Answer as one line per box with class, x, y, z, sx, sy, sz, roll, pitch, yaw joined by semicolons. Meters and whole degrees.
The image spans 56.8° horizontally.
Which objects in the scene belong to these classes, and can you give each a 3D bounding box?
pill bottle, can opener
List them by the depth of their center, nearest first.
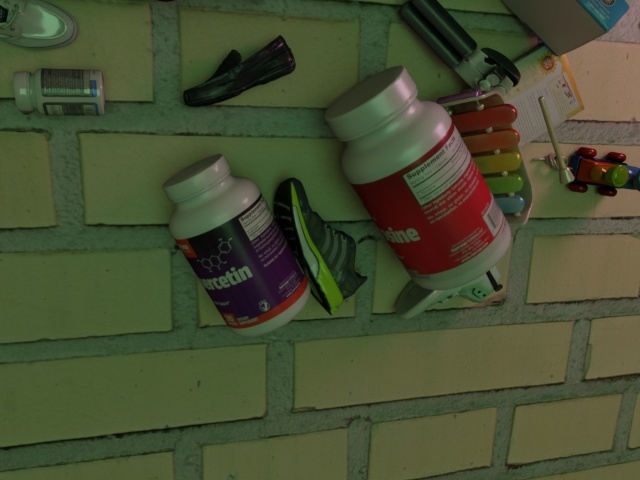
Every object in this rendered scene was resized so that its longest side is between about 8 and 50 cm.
pill bottle;-0.442;-0.253;1.008;0.137;0.078;0.078;-3;105;-17
pill bottle;-0.160;0.009;1.110;0.181;0.181;0.323;-30;111;-8
pill bottle;0.187;-0.119;1.159;0.229;0.229;0.408;-37;111;-5
can opener;0.279;-0.388;1.186;0.280;0.074;0.093;39;53;-13

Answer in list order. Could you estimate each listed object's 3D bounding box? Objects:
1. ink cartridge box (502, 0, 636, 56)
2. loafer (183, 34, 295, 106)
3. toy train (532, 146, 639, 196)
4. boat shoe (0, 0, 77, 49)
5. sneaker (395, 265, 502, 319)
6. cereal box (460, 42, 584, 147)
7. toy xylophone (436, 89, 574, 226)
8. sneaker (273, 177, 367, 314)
ink cartridge box;0.530;-0.543;1.148;0.198;0.197;0.270;43;89;-6
loafer;-0.154;-0.310;1.088;0.223;0.076;0.078;-27;105;-14
toy train;0.622;-0.152;1.330;0.248;0.143;0.105;5;102;-19
boat shoe;-0.517;-0.360;0.957;0.226;0.076;0.083;4;103;-18
sneaker;0.298;0.120;1.330;0.256;0.094;0.151;-41;115;-2
cereal box;0.440;-0.304;1.284;0.240;0.047;0.173;-30;109;-7
toy xylophone;0.367;-0.178;1.214;0.081;0.236;0.322;-46;112;-35
sneaker;0.000;0.000;1.211;0.121;0.111;0.300;-32;116;-19
